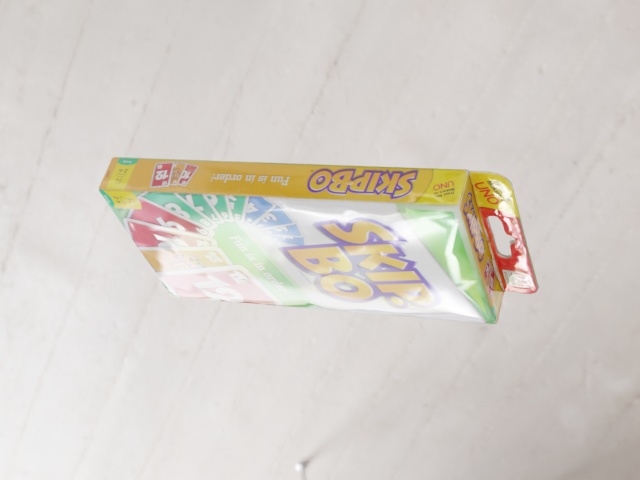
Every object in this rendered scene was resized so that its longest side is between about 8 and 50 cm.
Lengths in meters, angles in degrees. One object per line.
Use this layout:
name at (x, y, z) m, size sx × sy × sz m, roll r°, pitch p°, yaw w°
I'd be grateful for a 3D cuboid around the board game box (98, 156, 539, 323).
board game box at (0.000, 0.000, 0.772) m, size 0.259 × 0.039 × 0.124 m, roll 1°, pitch 145°, yaw 21°
